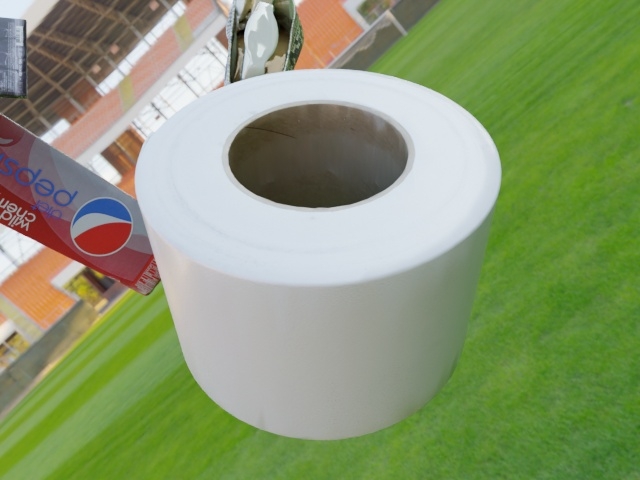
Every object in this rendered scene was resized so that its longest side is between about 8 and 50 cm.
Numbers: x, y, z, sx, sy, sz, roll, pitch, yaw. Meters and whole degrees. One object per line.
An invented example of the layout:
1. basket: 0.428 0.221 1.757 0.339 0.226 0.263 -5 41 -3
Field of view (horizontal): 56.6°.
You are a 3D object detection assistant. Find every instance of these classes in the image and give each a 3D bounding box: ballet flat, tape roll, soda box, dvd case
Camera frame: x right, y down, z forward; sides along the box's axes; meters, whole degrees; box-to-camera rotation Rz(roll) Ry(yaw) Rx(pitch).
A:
1. ballet flat: -0.112 -0.401 1.170 0.182 0.164 0.482 101 171 -54
2. tape roll: 0.000 0.000 0.454 0.246 0.246 0.169 -52 -27 -40
3. soda box: -0.259 -0.043 0.570 0.092 0.263 0.083 24 79 46
4. dvd case: -0.677 -0.352 1.122 0.221 0.164 0.018 -2 -11 -21
